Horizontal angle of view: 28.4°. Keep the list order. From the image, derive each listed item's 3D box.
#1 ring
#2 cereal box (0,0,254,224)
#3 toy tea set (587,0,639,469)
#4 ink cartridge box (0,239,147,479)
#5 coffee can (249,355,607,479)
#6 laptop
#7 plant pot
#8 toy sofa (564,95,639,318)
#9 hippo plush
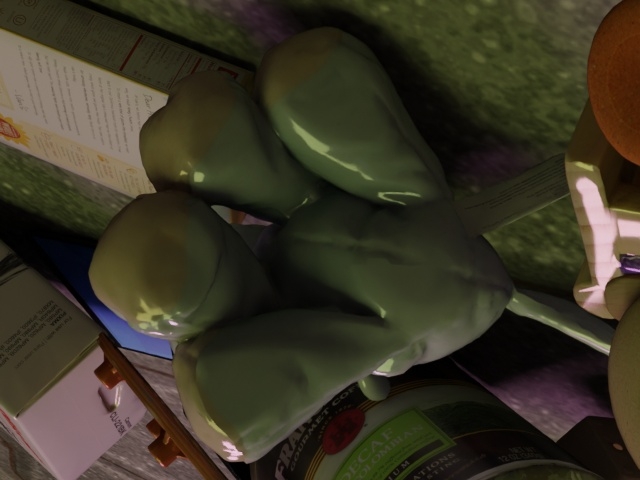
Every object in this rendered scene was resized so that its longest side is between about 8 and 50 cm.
[{"bbox_3d":[-0.085,0.214,1.054,0.336,0.032,0.336,48,171,11],"label":"ring"},{"bbox_3d":[-0.161,-0.098,0.889,0.240,0.047,0.173,22,154,8],"label":"cereal box"},{"bbox_3d":[0.182,-0.064,0.399,0.200,0.124,0.336,3,104,59],"label":"toy tea set"},{"bbox_3d":[-0.313,0.088,1.221,0.273,0.114,0.197,36,159,22],"label":"ink cartridge box"},{"bbox_3d":[0.083,0.202,0.931,0.201,0.201,0.275,39,179,-25],"label":"coffee can"},{"bbox_3d":[-0.164,0.127,1.210,0.136,0.264,0.234,-21,143,5],"label":"laptop"},{"bbox_3d":[0.231,0.197,0.979,0.109,0.109,0.096,8,119,-19],"label":"plant pot"},{"bbox_3d":[0.296,-0.007,0.514,0.362,0.150,0.177,12,150,28],"label":"toy sofa"},{"bbox_3d":[0.000,0.000,0.811,0.294,0.234,0.236,-14,178,-10],"label":"hippo plush"}]
